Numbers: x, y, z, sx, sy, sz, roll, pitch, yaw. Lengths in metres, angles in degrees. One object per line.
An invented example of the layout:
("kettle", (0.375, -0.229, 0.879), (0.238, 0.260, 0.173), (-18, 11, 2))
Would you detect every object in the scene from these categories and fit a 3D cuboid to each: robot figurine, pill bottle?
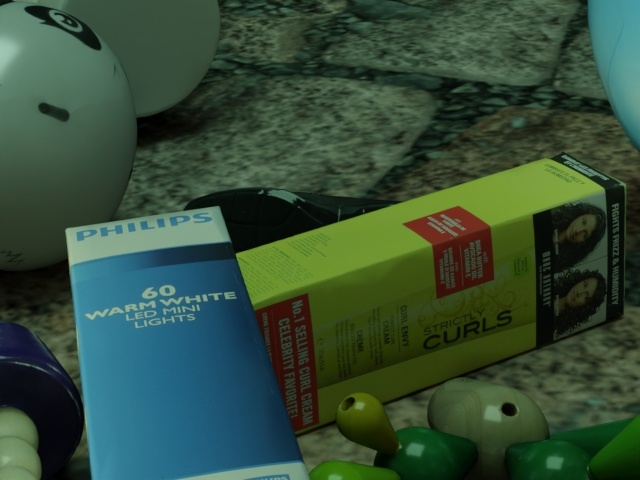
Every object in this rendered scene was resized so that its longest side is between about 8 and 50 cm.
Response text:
("robot figurine", (-0.251, -0.074, 0.992), (0.278, 0.173, 0.209), (7, 27, 24))
("pill bottle", (-0.202, -0.204, 1.258), (0.176, 0.176, 0.318), (-16, 27, -23))

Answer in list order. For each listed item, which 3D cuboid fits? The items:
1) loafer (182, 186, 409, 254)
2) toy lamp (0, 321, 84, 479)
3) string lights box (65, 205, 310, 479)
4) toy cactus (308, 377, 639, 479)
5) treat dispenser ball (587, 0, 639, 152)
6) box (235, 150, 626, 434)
("loafer", (0.000, 0.000, 0.944), (0.170, 0.062, 0.061), (7, 5, 16))
("toy lamp", (-0.135, 0.118, 0.681), (0.080, 0.080, 0.274), (-8, 26, -8))
("string lights box", (-0.052, 0.099, 0.639), (0.077, 0.133, 0.259), (-9, 25, -8))
("toy cactus", (0.086, 0.089, 0.682), (0.219, 0.112, 0.180), (-12, 12, -14))
("treat dispenser ball", (0.298, -0.139, 0.904), (0.288, 0.288, 0.288), (-4, 25, 2))
("box", (0.054, 0.027, 0.832), (0.232, 0.087, 0.058), (-16, 28, -25))
